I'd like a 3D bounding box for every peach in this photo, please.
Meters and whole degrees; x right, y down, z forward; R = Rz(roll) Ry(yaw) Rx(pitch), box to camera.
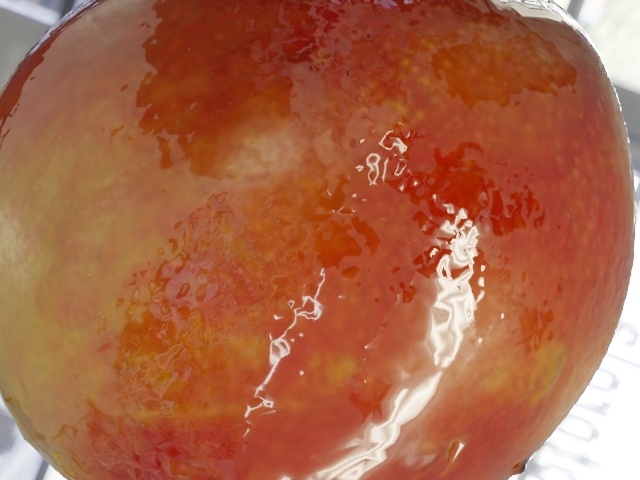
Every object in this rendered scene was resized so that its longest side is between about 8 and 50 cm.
[{"bbox_3d":[0.000,0.000,1.082,0.388,0.388,0.388,21,90,-85],"label":"peach"}]
